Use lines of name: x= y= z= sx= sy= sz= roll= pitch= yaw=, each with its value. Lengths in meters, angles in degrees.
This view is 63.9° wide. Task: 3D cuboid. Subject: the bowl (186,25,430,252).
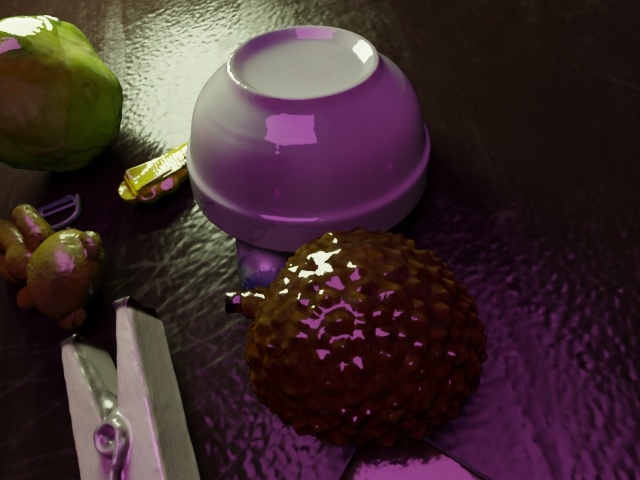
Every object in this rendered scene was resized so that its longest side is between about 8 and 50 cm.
bowl: x=-0.015 y=-0.136 z=0.573 sx=0.287 sy=0.144 sz=0.287 roll=-1 pitch=47 yaw=1

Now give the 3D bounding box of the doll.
doll: x=-0.341 y=0.025 z=0.648 sx=0.209 sy=0.097 sz=0.137 roll=19 pitch=105 yaw=31

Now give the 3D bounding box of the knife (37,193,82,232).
knife: x=-0.436 y=-0.006 z=0.730 sx=0.212 sy=0.015 sz=0.054 roll=-21 pitch=65 yaw=1

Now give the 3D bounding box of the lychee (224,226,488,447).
lychee: x=0.027 y=0.078 z=0.456 sx=0.238 sy=0.200 sz=0.200 roll=16 pitch=65 yaw=9

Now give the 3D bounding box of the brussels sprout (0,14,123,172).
brussels sprout: x=-0.382 y=-0.192 z=0.704 sx=0.223 sy=0.223 sz=0.161 roll=-40 pitch=54 yaw=-10

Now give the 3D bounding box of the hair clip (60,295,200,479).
hair clip: x=-0.174 y=0.220 z=0.487 sx=0.101 sy=0.085 sz=0.331 roll=-26 pitch=59 yaw=2

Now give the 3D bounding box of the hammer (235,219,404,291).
hammer: x=0.000 y=0.000 z=0.584 sx=0.193 sy=0.069 sz=0.116 roll=-12 pitch=57 yaw=2

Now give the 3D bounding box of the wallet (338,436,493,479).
wallet: x=0.038 y=0.283 z=0.427 sx=0.137 sy=0.031 sz=0.255 roll=26 pitch=68 yaw=30

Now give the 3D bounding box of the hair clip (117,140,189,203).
hair clip: x=-0.198 y=-0.107 z=0.706 sx=0.173 sy=0.046 sz=0.072 roll=-38 pitch=55 yaw=-10
